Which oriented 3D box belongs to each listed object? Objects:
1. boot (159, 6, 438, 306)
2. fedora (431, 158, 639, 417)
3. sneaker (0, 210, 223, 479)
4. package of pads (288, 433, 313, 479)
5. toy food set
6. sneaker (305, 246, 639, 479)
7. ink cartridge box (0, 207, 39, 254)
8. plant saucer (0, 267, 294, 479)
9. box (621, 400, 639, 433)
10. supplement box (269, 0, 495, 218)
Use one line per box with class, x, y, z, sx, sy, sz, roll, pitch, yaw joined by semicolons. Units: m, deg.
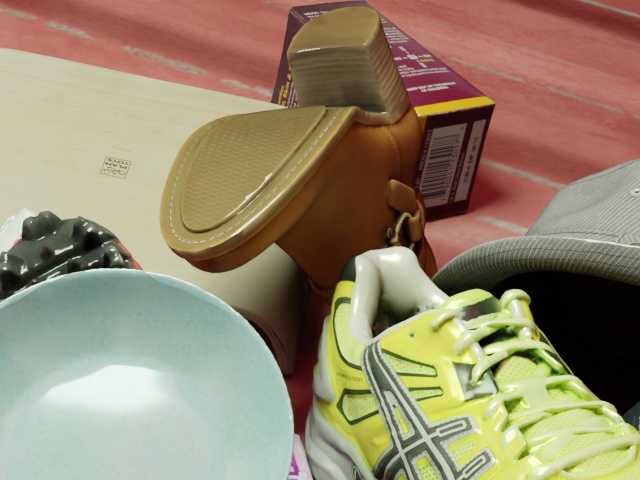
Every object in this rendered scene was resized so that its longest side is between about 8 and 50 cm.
boot;0.000;0.000;1.266;0.109;0.220;0.283;-4;31;21
fedora;0.218;0.029;1.221;0.275;0.243;0.124;5;58;36
sneaker;-0.104;0.112;1.077;0.098;0.135;0.276;-28;65;-5
package of pads;-0.029;0.153;1.166;0.050;0.032;0.083;5;32;-16
toy food set;-0.151;-0.018;1.365;0.306;0.092;0.219;11;43;1
sneaker;0.096;0.113;1.069;0.145;0.147;0.385;-14;20;-28
ink cartridge box;-0.155;0.064;1.188;0.150;0.063;0.109;29;73;25
plant saucer;-0.110;0.108;0.979;0.195;0.037;0.195;-1;61;1
box;0.272;0.136;1.100;0.153;0.207;0.108;13;62;-8
supplement box;0.046;-0.107;1.540;0.081;0.104;0.188;-11;38;-34
